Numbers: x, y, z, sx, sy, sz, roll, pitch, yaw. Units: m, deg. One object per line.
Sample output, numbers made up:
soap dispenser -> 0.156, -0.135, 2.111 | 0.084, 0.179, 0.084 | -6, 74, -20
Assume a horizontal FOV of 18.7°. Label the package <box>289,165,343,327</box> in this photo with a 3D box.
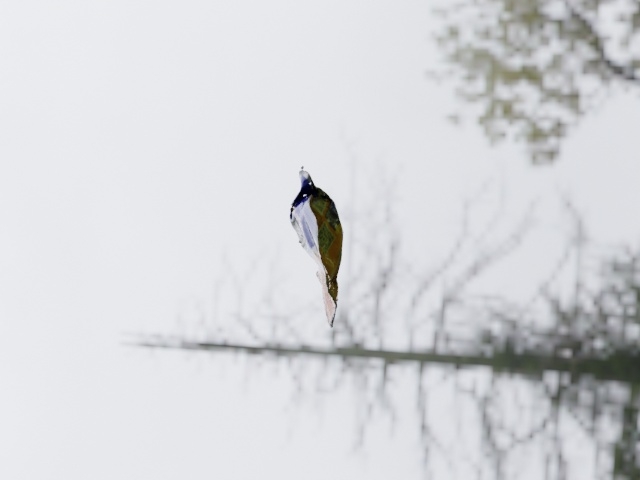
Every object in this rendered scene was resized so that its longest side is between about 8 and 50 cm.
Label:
package -> 0.001, 0.000, 1.325 | 0.110, 0.033, 0.077 | 73, 173, -51
